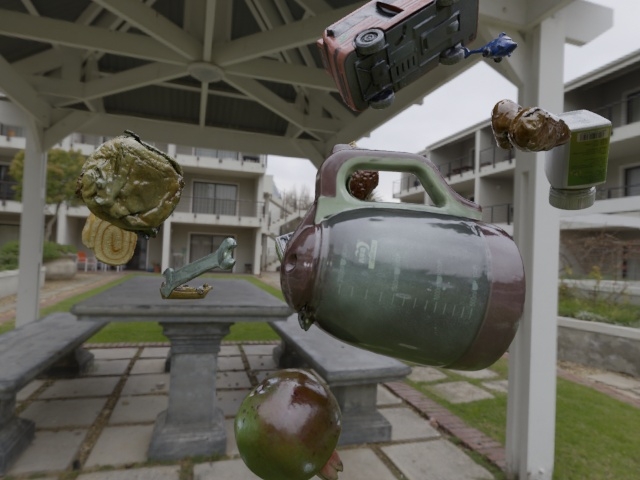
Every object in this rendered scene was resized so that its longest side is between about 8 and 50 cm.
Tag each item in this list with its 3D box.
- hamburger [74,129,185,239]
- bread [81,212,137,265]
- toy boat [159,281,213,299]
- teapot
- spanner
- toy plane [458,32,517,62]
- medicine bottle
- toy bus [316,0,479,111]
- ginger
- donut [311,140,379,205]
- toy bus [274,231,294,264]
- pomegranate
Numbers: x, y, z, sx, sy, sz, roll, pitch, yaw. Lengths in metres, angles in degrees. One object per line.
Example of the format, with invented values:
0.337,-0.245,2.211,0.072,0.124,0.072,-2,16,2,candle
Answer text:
-0.385,-0.114,0.825,0.130,0.183,0.206,16,-14,34,hamburger
-0.543,-0.014,1.039,0.122,0.149,0.073,8,10,-36,bread
-0.368,0.137,1.113,0.149,0.048,0.047,7,-4,-44,toy boat
0.104,0.017,0.605,0.313,0.314,0.233,12,-6,-12,teapot
-0.267,0.063,0.853,0.302,0.071,0.018,-21,-24,41,spanner
0.415,-0.475,0.998,0.054,0.062,0.167,5,12,-30,toy plane
0.538,-0.166,0.858,0.088,0.188,0.132,-8,27,12,medicine bottle
0.209,-0.558,1.106,0.427,0.233,0.203,-33,-38,-5,toy bus
0.327,-0.176,0.650,0.162,0.073,0.103,-1,27,-42,ginger
0.054,-0.072,0.970,0.112,0.294,0.151,34,51,30,donut
0.000,0.000,1.350,0.302,0.113,0.139,-20,-32,-7,toy bus
-0.039,0.317,0.659,0.180,0.209,0.180,-33,12,8,pomegranate
